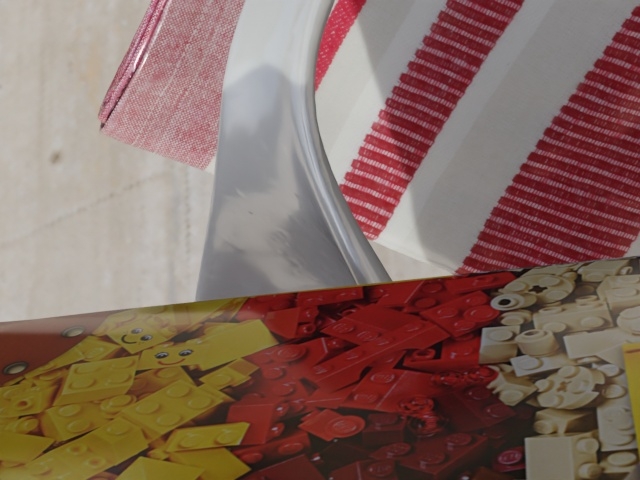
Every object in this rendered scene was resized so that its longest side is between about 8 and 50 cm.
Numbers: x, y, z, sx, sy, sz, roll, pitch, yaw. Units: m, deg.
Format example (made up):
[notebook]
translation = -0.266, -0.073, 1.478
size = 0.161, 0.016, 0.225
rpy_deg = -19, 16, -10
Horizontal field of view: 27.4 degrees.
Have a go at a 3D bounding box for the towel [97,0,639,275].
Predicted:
[towel]
translation = 0.082, -0.085, 0.662
size = 0.237, 0.329, 0.037
rpy_deg = -58, 19, 31

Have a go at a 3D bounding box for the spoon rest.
[spoon rest]
translation = 0.000, 0.000, 0.495
size = 0.137, 0.084, 0.276
rpy_deg = 18, 104, 46

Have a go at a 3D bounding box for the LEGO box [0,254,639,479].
[LEGO box]
translation = 0.082, 0.270, 0.421
size = 0.372, 0.500, 0.193
rpy_deg = -6, 23, 11
